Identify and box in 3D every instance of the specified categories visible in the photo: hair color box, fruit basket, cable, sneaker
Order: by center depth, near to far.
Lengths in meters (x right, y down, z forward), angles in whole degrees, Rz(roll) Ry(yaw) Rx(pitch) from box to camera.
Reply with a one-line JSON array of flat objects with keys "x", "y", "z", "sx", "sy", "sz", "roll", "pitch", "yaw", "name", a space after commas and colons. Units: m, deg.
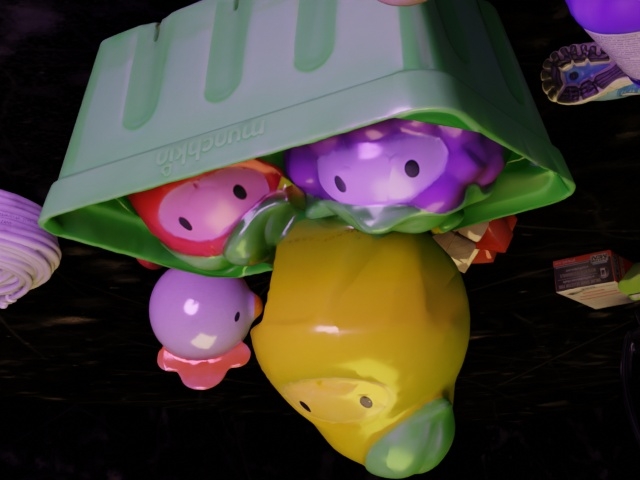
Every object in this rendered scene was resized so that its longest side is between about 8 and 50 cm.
[{"x": 0.000, "y": 0.000, "z": 0.856, "sx": 0.392, "sy": 0.392, "sz": 0.283, "roll": -14, "pitch": 161, "yaw": 31, "name": "fruit basket"}, {"x": 0.275, "y": -0.155, "z": 0.946, "sx": 0.162, "sy": 0.063, "sz": 0.073, "roll": -6, "pitch": -179, "yaw": 25, "name": "sneaker"}, {"x": -0.429, "y": 0.004, "z": 1.271, "sx": 0.257, "sy": 0.089, "sz": 0.257, "roll": -19, "pitch": 157, "yaw": 40, "name": "cable"}, {"x": 0.433, "y": 0.062, "z": 1.689, "sx": 0.093, "sy": 0.053, "sz": 0.167, "roll": -14, "pitch": 162, "yaw": 31, "name": "hair color box"}]

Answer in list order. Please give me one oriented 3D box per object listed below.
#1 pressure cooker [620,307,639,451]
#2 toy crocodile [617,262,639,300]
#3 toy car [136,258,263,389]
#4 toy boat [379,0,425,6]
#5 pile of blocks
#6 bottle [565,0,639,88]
[{"x": 0.661, "y": 0.224, "z": 1.602, "sx": 0.420, "sy": 0.375, "sz": 0.370, "roll": -20, "pitch": -162, "yaw": 9, "name": "pressure cooker"}, {"x": 0.562, "y": 0.021, "z": 1.499, "sx": 0.340, "sy": 0.105, "sz": 0.115, "roll": -14, "pitch": -163, "yaw": 47, "name": "toy crocodile"}, {"x": -0.108, "y": 0.045, "z": 1.203, "sx": 0.210, "sy": 0.238, "sz": 0.219, "roll": -4, "pitch": 164, "yaw": 2, "name": "toy car"}, {"x": 0.072, "y": -0.226, "z": 0.551, "sx": 0.151, "sy": 0.151, "sz": 0.231, "roll": -29, "pitch": 172, "yaw": -21, "name": "toy boat"}, {"x": 0.143, "y": -0.035, "z": 1.098, "sx": 0.112, "sy": 0.149, "sz": 0.362, "roll": 27, "pitch": 175, "yaw": -2, "name": "pile of blocks"}, {"x": 0.227, "y": -0.183, "z": 0.752, "sx": 0.118, "sy": 0.092, "sz": 0.283, "roll": -9, "pitch": 163, "yaw": 32, "name": "bottle"}]
